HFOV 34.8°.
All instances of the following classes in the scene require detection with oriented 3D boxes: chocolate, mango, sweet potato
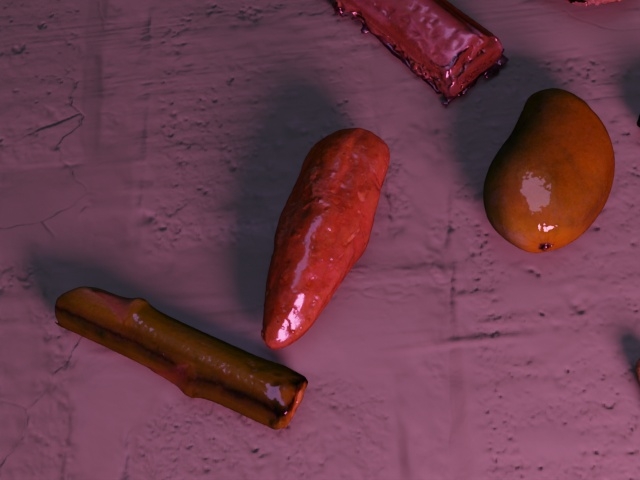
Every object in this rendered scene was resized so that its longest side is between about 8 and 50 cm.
[{"bbox_3d":[0.075,-0.292,1.199,0.102,0.065,0.329,-40,67,-13],"label":"chocolate"},{"bbox_3d":[0.242,-0.074,1.056,0.122,0.085,0.191,23,69,20],"label":"mango"},{"bbox_3d":[0.000,0.000,1.053,0.097,0.097,0.251,17,72,15],"label":"sweet potato"}]

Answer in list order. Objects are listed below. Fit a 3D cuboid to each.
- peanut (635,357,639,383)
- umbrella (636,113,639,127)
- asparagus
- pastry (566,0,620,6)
[{"bbox_3d":[0.324,0.146,0.962,0.037,0.037,0.083,-12,65,1],"label":"peanut"},{"bbox_3d":[0.423,-0.061,1.046,0.066,0.059,0.235,-40,66,11],"label":"umbrella"},{"bbox_3d":[-0.143,0.112,1.028,0.278,0.060,0.067,24,88,18],"label":"asparagus"},{"bbox_3d":[0.318,-0.338,1.183,0.153,0.081,0.153,0,56,0],"label":"pastry"}]
